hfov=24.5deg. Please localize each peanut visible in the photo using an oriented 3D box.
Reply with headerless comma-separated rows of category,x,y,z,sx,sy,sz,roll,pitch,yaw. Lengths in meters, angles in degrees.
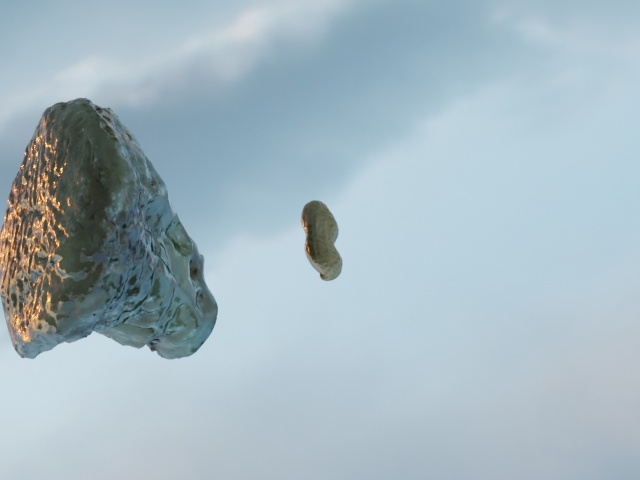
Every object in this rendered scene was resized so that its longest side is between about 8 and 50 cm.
peanut,0.000,0.000,1.424,0.037,0.037,0.083,-14,-105,16

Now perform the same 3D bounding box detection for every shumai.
shumai,-0.173,-0.002,1.341,0.203,0.272,0.222,3,-114,-23
